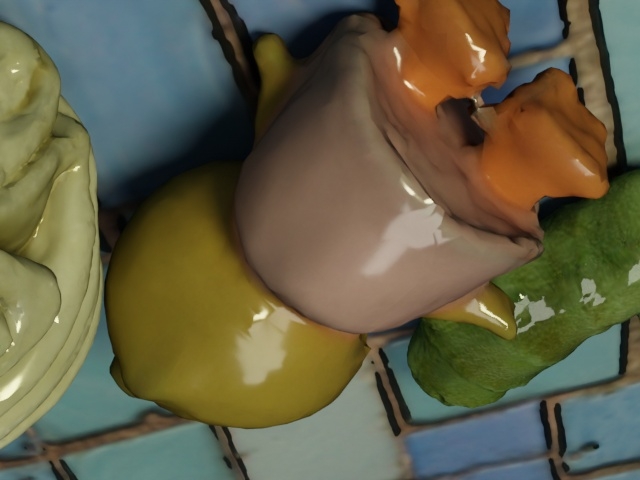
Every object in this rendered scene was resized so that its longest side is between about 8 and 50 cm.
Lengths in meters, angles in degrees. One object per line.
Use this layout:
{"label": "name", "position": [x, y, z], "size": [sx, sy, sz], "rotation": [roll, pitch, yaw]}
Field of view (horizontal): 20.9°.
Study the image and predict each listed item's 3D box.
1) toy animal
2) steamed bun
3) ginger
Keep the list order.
{"label": "toy animal", "position": [-0.003, 0.003, 0.872], "size": [0.281, 0.169, 0.195], "rotation": [-37, 95, 35]}
{"label": "steamed bun", "position": [-0.240, 0.013, 0.798], "size": [0.276, 0.203, 0.289], "rotation": [-6, 143, -4]}
{"label": "ginger", "position": [0.178, 0.019, 0.996], "size": [0.290, 0.089, 0.137], "rotation": [-24, 158, 12]}
